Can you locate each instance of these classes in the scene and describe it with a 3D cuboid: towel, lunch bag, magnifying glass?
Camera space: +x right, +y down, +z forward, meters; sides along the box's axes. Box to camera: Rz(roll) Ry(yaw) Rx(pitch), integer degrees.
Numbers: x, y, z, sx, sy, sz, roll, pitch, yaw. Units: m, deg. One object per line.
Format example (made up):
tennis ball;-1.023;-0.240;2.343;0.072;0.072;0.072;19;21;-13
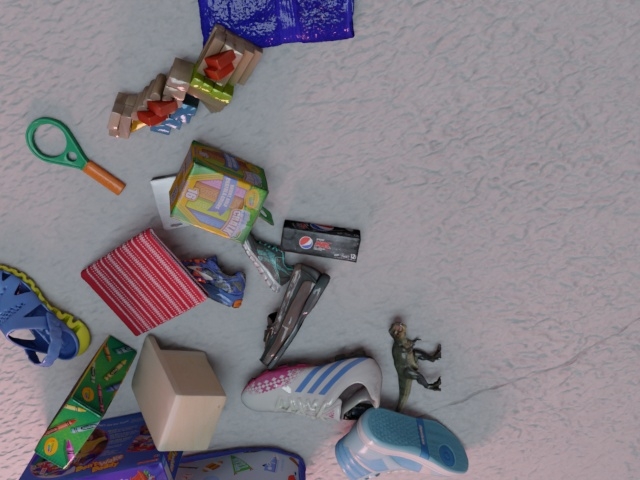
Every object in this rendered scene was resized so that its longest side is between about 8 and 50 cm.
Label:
towel;-0.091;-0.484;1.573;0.308;0.076;0.228;-5;110;4
lunch bag;-0.216;0.658;1.888;0.385;0.328;0.239;-15;115;6
magnifying glass;-0.516;-0.173;1.738;0.231;0.026;0.092;36;108;-10
towel;-0.383;0.094;1.775;0.275;0.031;0.199;-27;109;38

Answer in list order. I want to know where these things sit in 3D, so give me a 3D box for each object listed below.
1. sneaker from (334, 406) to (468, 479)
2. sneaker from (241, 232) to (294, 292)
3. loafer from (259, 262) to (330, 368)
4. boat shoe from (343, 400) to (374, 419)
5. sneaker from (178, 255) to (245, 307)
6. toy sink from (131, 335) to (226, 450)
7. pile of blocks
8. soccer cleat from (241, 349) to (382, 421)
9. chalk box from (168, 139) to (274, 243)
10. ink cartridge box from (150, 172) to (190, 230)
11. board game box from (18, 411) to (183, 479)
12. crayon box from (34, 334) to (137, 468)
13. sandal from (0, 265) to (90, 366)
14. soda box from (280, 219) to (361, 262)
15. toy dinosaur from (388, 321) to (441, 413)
sneaker;0.177;0.507;1.940;0.319;0.127;0.208;27;130;-22
sneaker;-0.115;0.030;1.791;0.076;0.065;0.166;-35;110;-3
loafer;-0.074;0.163;1.819;0.084;0.096;0.267;33;112;2
boat shoe;0.066;0.400;1.930;0.142;0.040;0.049;-1;111;2
sneaker;-0.262;0.068;1.802;0.221;0.083;0.087;24;90;-7
toy sink;-0.321;0.340;1.859;0.131;0.234;0.153;8;114;-33
pile of blocks;-0.273;-0.272;1.618;0.362;0.112;0.149;-28;124;22
soccer cleat;-0.021;0.348;1.845;0.331;0.143;0.116;-16;139;8
chalk box;-0.188;-0.091;1.690;0.213;0.132;0.132;20;111;-20
ink cartridge box;-0.319;-0.083;1.762;0.063;0.029;0.115;-10;112;5
board game box;-0.494;0.502;1.886;0.347;0.233;0.078;-12;110;7
crayon box;-0.509;0.347;1.802;0.081;0.278;0.165;34;109;-10
sandal;-0.663;0.171;1.817;0.317;0.138;0.126;35;110;-9
soda box;0.000;0.000;1.770;0.169;0.053;0.060;8;111;-2
toy dinosaur;0.217;0.292;1.876;0.118;0.064;0.268;-1;114;9
